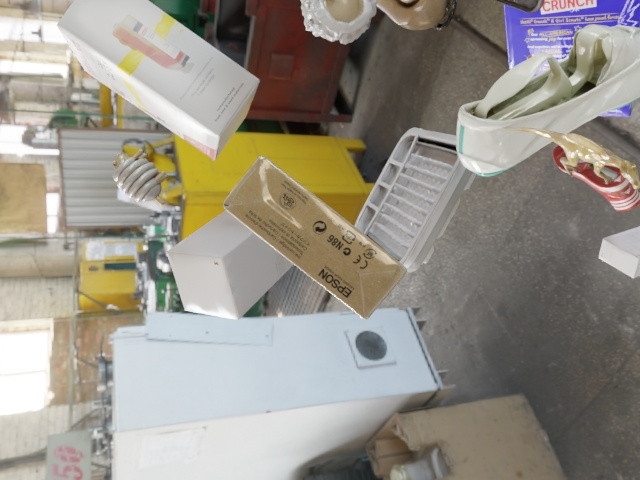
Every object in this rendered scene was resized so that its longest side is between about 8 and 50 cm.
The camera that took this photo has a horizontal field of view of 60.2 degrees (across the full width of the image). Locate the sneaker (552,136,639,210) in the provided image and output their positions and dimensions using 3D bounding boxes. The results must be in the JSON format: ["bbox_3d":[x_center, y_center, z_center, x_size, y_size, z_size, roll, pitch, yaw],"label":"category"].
[{"bbox_3d":[0.579,-0.128,1.159,0.087,0.128,0.221,-38,30,17],"label":"sneaker"}]

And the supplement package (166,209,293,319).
[{"bbox_3d":[-0.216,0.042,1.420,0.175,0.293,0.177,5,119,28],"label":"supplement package"}]

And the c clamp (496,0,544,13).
[{"bbox_3d":[0.193,-0.306,0.571,0.137,0.022,0.160,61,-179,-31],"label":"c clamp"}]

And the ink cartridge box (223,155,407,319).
[{"bbox_3d":[0.000,0.000,0.764,0.088,0.235,0.193,-52,-7,0],"label":"ink cartridge box"}]

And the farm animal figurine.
[{"bbox_3d":[0.082,-0.392,0.746,0.172,0.331,0.326,86,158,-56],"label":"farm animal figurine"}]

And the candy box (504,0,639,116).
[{"bbox_3d":[0.568,-0.440,1.232,0.268,0.122,0.317,11,145,31],"label":"candy box"}]

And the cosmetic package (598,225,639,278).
[{"bbox_3d":[0.766,0.011,1.260,0.099,0.239,0.060,-133,34,-55],"label":"cosmetic package"}]

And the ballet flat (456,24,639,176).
[{"bbox_3d":[0.383,-0.244,0.843,0.139,0.400,0.139,59,180,0],"label":"ballet flat"}]

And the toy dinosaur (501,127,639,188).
[{"bbox_3d":[0.335,-0.119,0.712,0.183,0.093,0.053,35,97,35],"label":"toy dinosaur"}]

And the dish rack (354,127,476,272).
[{"bbox_3d":[0.192,-0.083,1.138,0.285,0.072,0.333,-62,17,8],"label":"dish rack"}]

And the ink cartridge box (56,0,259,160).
[{"bbox_3d":[-0.352,-0.373,1.243,0.160,0.385,0.279,-57,9,-9],"label":"ink cartridge box"}]

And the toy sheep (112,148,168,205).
[{"bbox_3d":[-0.354,-0.121,1.089,0.132,0.091,0.091,45,151,1],"label":"toy sheep"}]
